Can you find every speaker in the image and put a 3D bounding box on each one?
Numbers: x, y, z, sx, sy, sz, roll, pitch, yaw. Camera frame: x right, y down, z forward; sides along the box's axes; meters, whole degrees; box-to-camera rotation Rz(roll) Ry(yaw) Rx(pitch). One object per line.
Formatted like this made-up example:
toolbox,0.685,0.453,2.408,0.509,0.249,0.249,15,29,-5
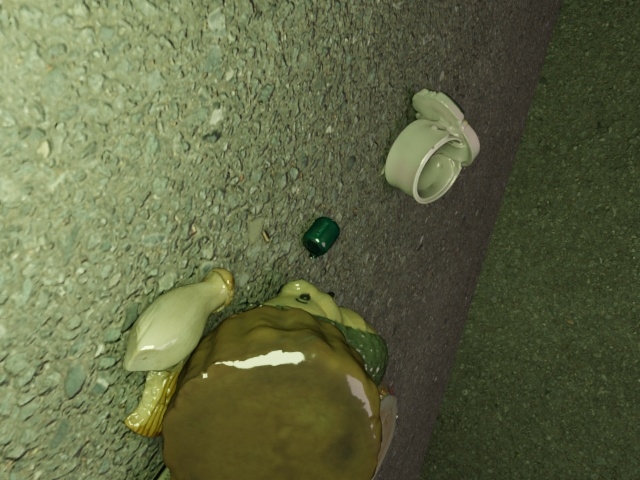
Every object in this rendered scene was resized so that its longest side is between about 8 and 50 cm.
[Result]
speaker,0.004,0.003,1.113,0.075,0.060,0.094,-52,146,-31

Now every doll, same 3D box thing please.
doll,-0.015,0.210,1.044,0.350,0.248,0.247,28,81,-51

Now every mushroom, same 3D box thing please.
mushroom,-0.206,0.119,0.783,0.212,0.088,0.096,-48,144,-50

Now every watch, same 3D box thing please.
watch,0.264,-0.236,1.360,0.231,0.196,0.244,-42,144,-9

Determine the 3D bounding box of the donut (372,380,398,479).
donut,0.088,0.564,1.488,0.383,0.143,0.382,-38,138,-46

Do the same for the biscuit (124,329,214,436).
biscuit,-0.216,0.224,0.884,0.228,0.031,0.176,-60,151,-20

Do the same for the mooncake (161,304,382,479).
mooncake,-0.069,0.260,0.802,0.187,0.325,0.323,-105,-157,-72

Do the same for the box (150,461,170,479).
box,-0.251,0.490,0.845,0.310,0.084,0.198,-54,150,-57
